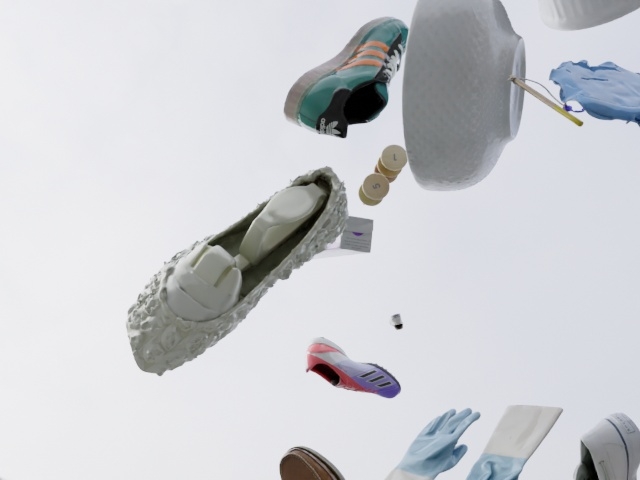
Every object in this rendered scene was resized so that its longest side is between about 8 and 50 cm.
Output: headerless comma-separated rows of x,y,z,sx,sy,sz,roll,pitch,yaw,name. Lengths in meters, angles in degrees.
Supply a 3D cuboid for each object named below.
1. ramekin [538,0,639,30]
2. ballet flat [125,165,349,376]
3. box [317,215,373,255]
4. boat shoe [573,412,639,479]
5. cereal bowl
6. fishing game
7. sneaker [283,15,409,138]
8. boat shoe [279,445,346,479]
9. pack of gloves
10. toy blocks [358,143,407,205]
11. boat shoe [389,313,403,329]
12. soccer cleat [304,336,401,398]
0.545,-0.555,1.158,0.277,0.277,0.135,-34,-55,13,ramekin
-0.114,0.017,0.854,0.409,0.147,0.147,-41,-51,-25,ballet flat
0.000,0.000,1.186,0.067,0.324,0.063,10,-98,-22,box
0.379,0.319,0.805,0.076,0.083,0.226,-18,-60,-3,boat shoe
0.247,-0.243,0.957,0.141,0.339,0.339,7,-50,26,cereal bowl
0.393,-0.186,0.777,0.264,0.189,0.041,-15,-46,-24,fishing game
0.078,-0.261,0.977,0.302,0.121,0.108,-46,-24,-28,sneaker
0.008,0.516,1.091,0.110,0.307,0.104,-52,-31,18,boat shoe
0.181,0.299,0.751,0.195,0.232,0.046,-14,-71,50,pack of gloves
0.118,-0.119,1.199,0.054,0.148,0.123,33,-100,2,toy blocks
0.203,0.221,1.569,0.035,0.035,0.100,-15,-21,-2,boat shoe
0.093,0.405,1.753,0.318,0.116,0.108,30,-52,-10,soccer cleat
